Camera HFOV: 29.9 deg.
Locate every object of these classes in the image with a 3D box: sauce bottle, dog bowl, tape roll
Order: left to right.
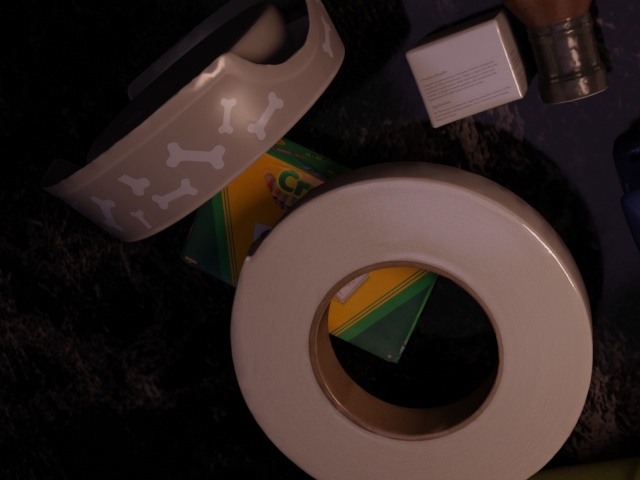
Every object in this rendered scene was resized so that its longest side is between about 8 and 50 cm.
[{"bbox_3d":[-0.122,-0.136,1.227,0.349,0.349,0.102,-34,108,22],"label":"dog bowl"},{"bbox_3d":[0.095,0.107,1.290,0.392,0.072,0.392,4,110,11],"label":"tape roll"},{"bbox_3d":[0.215,-0.308,1.190,0.111,0.111,0.344,-14,101,19],"label":"sauce bottle"}]

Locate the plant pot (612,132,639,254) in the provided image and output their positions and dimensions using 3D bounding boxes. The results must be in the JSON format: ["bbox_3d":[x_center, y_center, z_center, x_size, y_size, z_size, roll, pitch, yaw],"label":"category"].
[{"bbox_3d":[0.427,-0.009,1.172,0.236,0.212,0.236,-21,101,21],"label":"plant pot"}]

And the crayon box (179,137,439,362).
[{"bbox_3d":[0.000,0.000,1.363,0.278,0.081,0.165,25,112,6],"label":"crayon box"}]

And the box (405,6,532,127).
[{"bbox_3d":[0.156,-0.182,1.252,0.101,0.102,0.087,-18,103,21],"label":"box"}]

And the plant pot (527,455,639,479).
[{"bbox_3d":[0.294,0.351,1.314,0.254,0.276,0.276,-6,106,28],"label":"plant pot"}]
